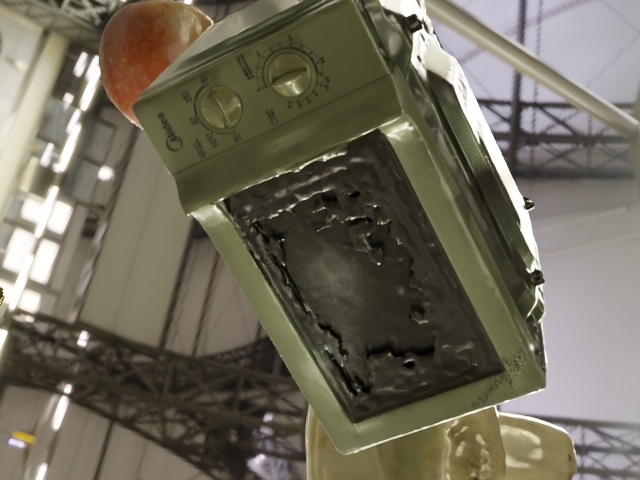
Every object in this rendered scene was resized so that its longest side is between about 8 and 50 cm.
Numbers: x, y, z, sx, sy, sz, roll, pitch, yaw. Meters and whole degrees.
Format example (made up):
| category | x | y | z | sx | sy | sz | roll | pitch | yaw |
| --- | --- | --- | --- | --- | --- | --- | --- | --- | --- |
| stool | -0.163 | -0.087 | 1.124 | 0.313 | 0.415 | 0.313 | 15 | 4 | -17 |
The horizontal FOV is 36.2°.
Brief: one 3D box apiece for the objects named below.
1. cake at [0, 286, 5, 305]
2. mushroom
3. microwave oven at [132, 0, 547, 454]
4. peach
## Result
| category | x | y | z | sx | sy | sz | roll | pitch | yaw |
| --- | --- | --- | --- | --- | --- | --- | --- | --- | --- |
| cake | -0.385 | 0.075 | 0.898 | 0.079 | 0.185 | 0.116 | 92 | 10 | -56 |
| mushroom | 0.151 | 0.261 | 1.231 | 0.314 | 0.336 | 0.314 | -50 | -149 | 46 |
| microwave oven | 0.047 | -0.050 | 0.856 | 0.218 | 0.355 | 0.286 | -22 | -160 | 20 |
| peach | -0.245 | -0.268 | 1.560 | 0.232 | 0.232 | 0.232 | -45 | -149 | 36 |
